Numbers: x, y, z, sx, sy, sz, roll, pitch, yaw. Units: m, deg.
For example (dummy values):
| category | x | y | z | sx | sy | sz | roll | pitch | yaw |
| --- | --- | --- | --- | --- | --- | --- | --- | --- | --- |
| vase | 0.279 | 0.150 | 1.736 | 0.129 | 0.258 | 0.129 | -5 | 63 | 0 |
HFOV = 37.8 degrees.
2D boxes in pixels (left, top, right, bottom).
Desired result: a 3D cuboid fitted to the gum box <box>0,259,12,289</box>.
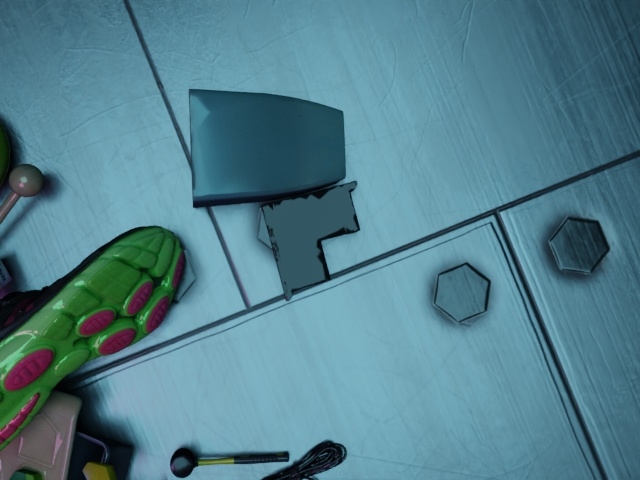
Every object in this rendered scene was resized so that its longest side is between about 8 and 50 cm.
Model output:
| category | x | y | z | sx | sy | sz | roll | pitch | yaw |
| --- | --- | --- | --- | --- | --- | --- | --- | --- | --- |
| gum box | -0.588 | 0.087 | 1.437 | 0.189 | 0.107 | 0.062 | -21 | 106 | 13 |

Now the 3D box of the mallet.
| category | x | y | z | sx | sy | sz | roll | pitch | yaw |
| --- | --- | --- | --- | --- | --- | --- | --- | --- | --- |
| mallet | -0.147 | 0.351 | 1.498 | 0.190 | 0.062 | 0.039 | -1 | 90 | -15 |

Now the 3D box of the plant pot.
| category | x | y | z | sx | sy | sz | roll | pitch | yaw |
| --- | --- | --- | --- | --- | --- | --- | --- | --- | --- |
| plant pot | -0.084 | -0.141 | 1.447 | 0.234 | 0.166 | 0.165 | -2 | 89 | -7 |

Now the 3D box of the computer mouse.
| category | x | y | z | sx | sy | sz | roll | pitch | yaw |
| --- | --- | --- | --- | --- | --- | --- | --- | --- | --- |
| computer mouse | 0.002 | 0.470 | 1.480 | 0.184 | 0.060 | 0.262 | -25 | 89 | -2 |

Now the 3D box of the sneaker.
| category | x | y | z | sx | sy | sz | roll | pitch | yaw |
| --- | --- | --- | --- | --- | --- | --- | --- | --- | --- |
| sneaker | -0.421 | 0.120 | 1.415 | 0.483 | 0.185 | 0.202 | -37 | 49 | -18 |

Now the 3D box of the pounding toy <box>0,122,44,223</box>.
| category | x | y | z | sx | sy | sz | roll | pitch | yaw |
| --- | --- | --- | --- | --- | --- | --- | --- | --- | --- |
| pounding toy | -0.563 | -0.118 | 1.427 | 0.237 | 0.110 | 0.183 | 45 | 89 | 1 |

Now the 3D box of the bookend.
| category | x | y | z | sx | sy | sz | roll | pitch | yaw |
| --- | --- | --- | --- | --- | --- | --- | --- | --- | --- |
| bookend | 0.000 | 0.000 | 1.485 | 0.157 | 0.072 | 0.156 | -15 | 90 | -2 |

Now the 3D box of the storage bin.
| category | x | y | z | sx | sy | sz | roll | pitch | yaw |
| --- | --- | --- | --- | --- | --- | --- | --- | --- | --- |
| storage bin | -0.346 | 0.369 | 1.455 | 0.098 | 0.091 | 0.135 | 14 | 89 | 26 |

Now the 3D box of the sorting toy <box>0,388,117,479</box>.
| category | x | y | z | sx | sy | sz | roll | pitch | yaw |
| --- | --- | --- | --- | --- | --- | --- | --- | --- | --- |
| sorting toy | -0.436 | 0.342 | 1.427 | 0.307 | 0.041 | 0.229 | 10 | 87 | 26 |
